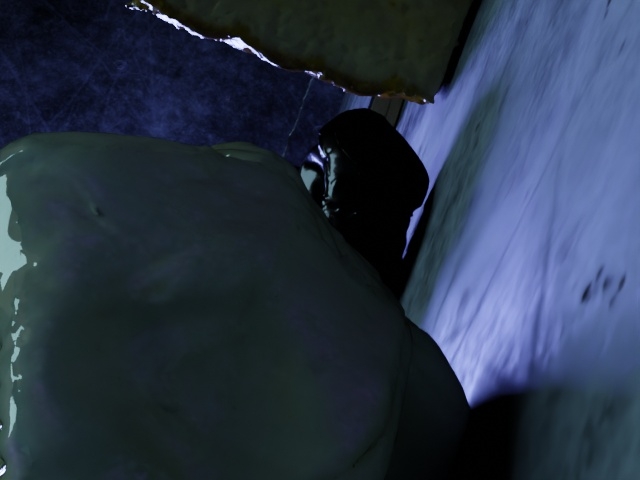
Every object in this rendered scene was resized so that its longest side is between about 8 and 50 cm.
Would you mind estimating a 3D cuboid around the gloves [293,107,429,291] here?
[{"bbox_3d":[-0.007,0.015,0.860,0.203,0.124,0.164,-60,26,29],"label":"gloves"}]

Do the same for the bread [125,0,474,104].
[{"bbox_3d":[0.004,-0.263,1.038,0.279,0.279,0.207,-72,3,-78],"label":"bread"}]

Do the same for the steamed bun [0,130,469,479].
[{"bbox_3d":[-0.040,0.099,0.478,0.268,0.207,0.280,114,148,-55],"label":"steamed bun"}]

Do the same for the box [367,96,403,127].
[{"bbox_3d":[0.074,-0.156,1.355,0.079,0.035,0.083,120,170,-73],"label":"box"}]
